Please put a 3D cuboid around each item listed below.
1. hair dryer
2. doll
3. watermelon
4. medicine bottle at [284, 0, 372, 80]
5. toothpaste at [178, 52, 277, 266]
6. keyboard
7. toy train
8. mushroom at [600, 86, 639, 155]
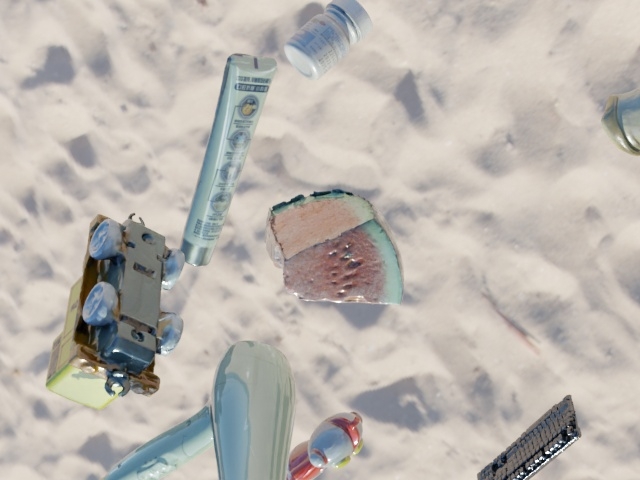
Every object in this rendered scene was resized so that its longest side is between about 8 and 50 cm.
[{"bbox_3d":[-0.125,0.208,0.855,0.237,0.206,0.075,-25,128,21],"label":"hair dryer"},{"bbox_3d":[0.006,0.338,1.648,0.076,0.142,0.245,47,138,2],"label":"doll"},{"bbox_3d":[0.000,0.000,1.620,0.318,0.226,0.148,22,122,41],"label":"watermelon"},{"bbox_3d":[0.015,-0.417,2.088,0.105,0.168,0.105,43,166,13],"label":"medicine bottle"},{"bbox_3d":[-0.102,-0.082,1.063,0.039,0.062,0.239,44,123,42],"label":"toothpaste"},{"bbox_3d":[0.245,0.259,1.222,0.018,0.060,0.195,20,131,-19],"label":"keyboard"},{"bbox_3d":[-0.196,0.067,0.958,0.089,0.219,0.127,28,128,-30],"label":"toy train"},{"bbox_3d":[0.420,-0.111,0.866,0.351,0.109,0.097,4,73,26],"label":"mushroom"}]
